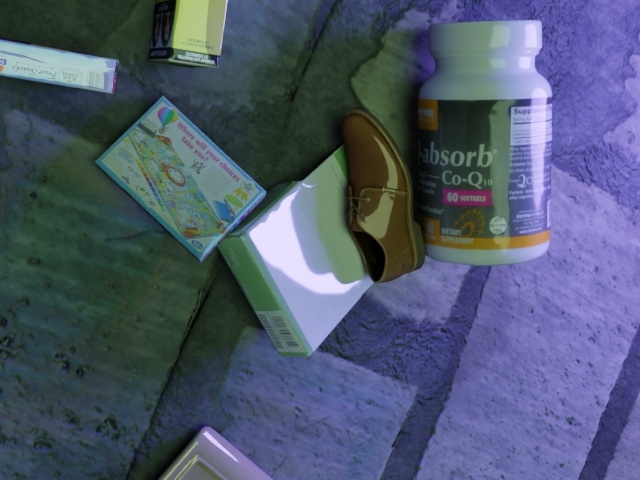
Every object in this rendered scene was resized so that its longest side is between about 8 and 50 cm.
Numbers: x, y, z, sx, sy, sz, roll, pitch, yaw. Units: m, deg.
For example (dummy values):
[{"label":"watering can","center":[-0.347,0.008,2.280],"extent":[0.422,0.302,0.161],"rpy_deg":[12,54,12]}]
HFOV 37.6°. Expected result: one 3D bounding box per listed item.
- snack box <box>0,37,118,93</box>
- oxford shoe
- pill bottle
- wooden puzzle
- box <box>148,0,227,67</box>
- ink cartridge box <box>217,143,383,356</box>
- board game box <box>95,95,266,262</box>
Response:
[{"label":"snack box","center":[-0.281,-0.175,0.924],"extent":[0.141,0.100,0.037],"rpy_deg":[6,98,-27]},{"label":"oxford shoe","center":[0.061,-0.049,1.097],"extent":[0.076,0.076,0.212],"rpy_deg":[-27,106,-33]},{"label":"pill bottle","center":[0.196,-0.119,1.126],"extent":[0.162,0.162,0.278],"rpy_deg":[-7,102,-24]},{"label":"wooden puzzle","center":[-0.144,0.373,1.128],"extent":[0.221,0.044,0.239],"rpy_deg":[46,75,-24]},{"label":"box","center":[-0.130,-0.299,0.982],"extent":[0.058,0.087,0.232],"rpy_deg":[6,98,-26]},{"label":"ink cartridge box","center":[0.000,0.000,1.118],"extent":[0.235,0.056,0.171],"rpy_deg":[-46,118,-38]},{"label":"board game box","center":[-0.149,-0.066,1.010],"extent":[0.154,0.026,0.103],"rpy_deg":[43,79,3]}]
